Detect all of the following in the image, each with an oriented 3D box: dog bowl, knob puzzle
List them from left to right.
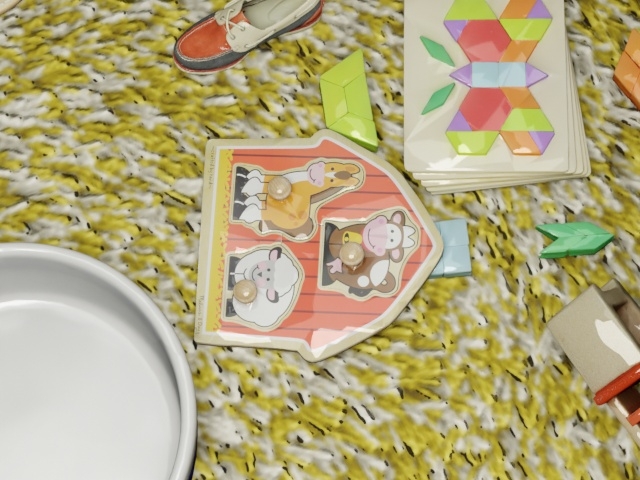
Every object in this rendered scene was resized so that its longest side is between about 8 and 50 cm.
[{"bbox_3d":[-0.222,0.141,1.236,0.265,0.104,0.265,1,71,-2],"label":"dog bowl"},{"bbox_3d":[0.000,0.000,1.322,0.213,0.030,0.213,-1,72,3],"label":"knob puzzle"}]

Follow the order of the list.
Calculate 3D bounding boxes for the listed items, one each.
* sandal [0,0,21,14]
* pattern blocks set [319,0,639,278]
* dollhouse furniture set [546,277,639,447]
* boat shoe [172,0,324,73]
[{"bbox_3d":[-0.339,-0.217,1.370,0.240,0.079,0.088,-18,73,-9],"label":"sandal"},{"bbox_3d":[0.142,-0.132,1.382,0.285,0.026,0.325,-15,73,-3],"label":"pattern blocks set"},{"bbox_3d":[0.312,0.034,1.242,0.259,0.262,0.135,-41,77,19],"label":"dollhouse furniture set"},{"bbox_3d":[-0.060,-0.180,1.392,0.137,0.043,0.049,-23,75,-9],"label":"boat shoe"}]
